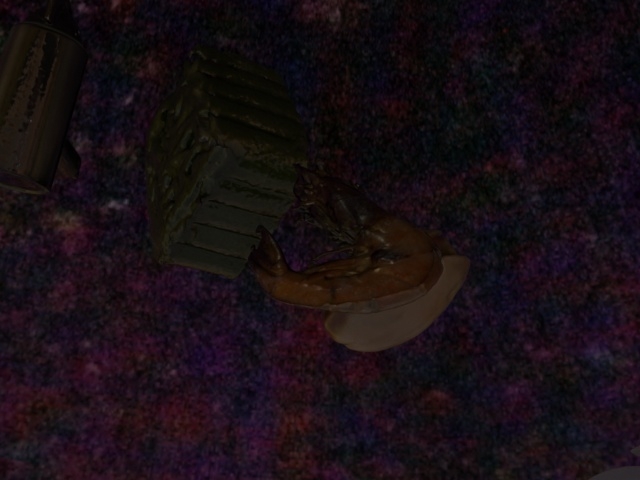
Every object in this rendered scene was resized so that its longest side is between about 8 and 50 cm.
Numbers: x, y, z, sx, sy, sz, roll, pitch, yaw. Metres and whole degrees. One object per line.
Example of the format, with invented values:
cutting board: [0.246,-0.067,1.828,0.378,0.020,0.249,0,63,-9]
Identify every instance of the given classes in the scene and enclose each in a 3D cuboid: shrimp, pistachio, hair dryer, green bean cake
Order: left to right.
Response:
hair dryer: [-0.280,-0.129,0.794,0.078,0.195,0.248,14,167,-6]
green bean cake: [-0.188,-0.133,1.322,0.218,0.335,0.319,16,128,-29]
shrimp: [0.001,0.007,0.828,0.178,0.289,0.075,-26,133,-22]
pistachio: [0.097,0.064,0.997,0.215,0.144,0.144,-35,140,-15]

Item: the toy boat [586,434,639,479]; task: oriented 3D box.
toy boat: [0.391,0.425,1.096,0.219,0.072,0.318,8,104,2]
